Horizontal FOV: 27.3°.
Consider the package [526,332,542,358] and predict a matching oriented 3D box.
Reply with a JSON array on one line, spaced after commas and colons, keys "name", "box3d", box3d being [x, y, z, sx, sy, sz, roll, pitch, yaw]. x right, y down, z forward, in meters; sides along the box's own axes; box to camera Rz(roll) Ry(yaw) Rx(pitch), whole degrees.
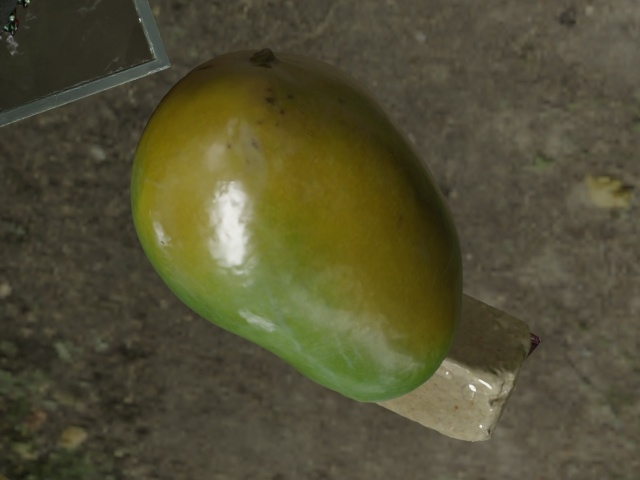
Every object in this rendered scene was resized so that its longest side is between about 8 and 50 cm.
[{"name": "package", "box3d": [0.208, 0.129, 1.500, 0.059, 0.083, 0.029, 33, 156, 12]}]

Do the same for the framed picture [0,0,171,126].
[{"name": "framed picture", "box3d": [-0.305, -0.230, 1.365, 0.252, 0.014, 0.197, -20, 110, -3]}]

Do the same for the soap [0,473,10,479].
[{"name": "soap", "box3d": [-0.378, 0.403, 1.226, 0.115, 0.427, 0.306, -16, 147, 38]}]

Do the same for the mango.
[{"name": "mango", "box3d": [0.000, 0.000, 0.749, 0.251, 0.156, 0.114, 45, 176, -29]}]

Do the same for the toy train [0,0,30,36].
[{"name": "toy train", "box3d": [-0.271, -0.230, 1.102, 0.050, 0.087, 0.138, 1, 147, -34]}]

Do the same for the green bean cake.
[{"name": "green bean cake", "box3d": [0.088, 0.097, 1.167, 0.179, 0.085, 0.109, 26, 139, 12]}]
